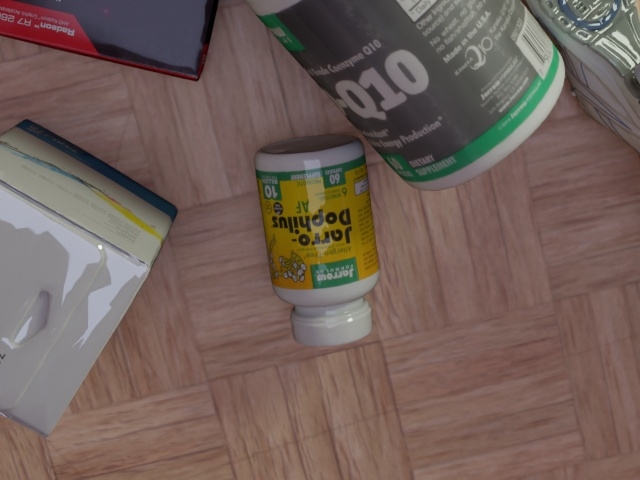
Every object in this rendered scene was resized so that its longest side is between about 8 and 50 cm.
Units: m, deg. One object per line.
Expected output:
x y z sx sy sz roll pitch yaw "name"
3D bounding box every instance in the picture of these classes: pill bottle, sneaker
0.000 0.000 1.347 0.117 0.117 0.208 -7 104 0 "pill bottle"
0.054 -0.237 1.216 0.204 0.204 0.361 -40 113 8 "pill bottle"
0.287 -0.187 1.311 0.111 0.129 0.297 -32 81 -20 "sneaker"

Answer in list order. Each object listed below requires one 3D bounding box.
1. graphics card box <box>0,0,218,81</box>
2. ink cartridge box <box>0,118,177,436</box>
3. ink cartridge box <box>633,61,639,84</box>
-0.193 -0.364 1.271 0.233 0.094 0.371 13 102 -4 "graphics card box"
-0.284 0.026 1.269 0.197 0.270 0.198 31 100 -8 "ink cartridge box"
0.511 -0.078 1.252 0.308 0.091 0.385 -34 95 -32 "ink cartridge box"
